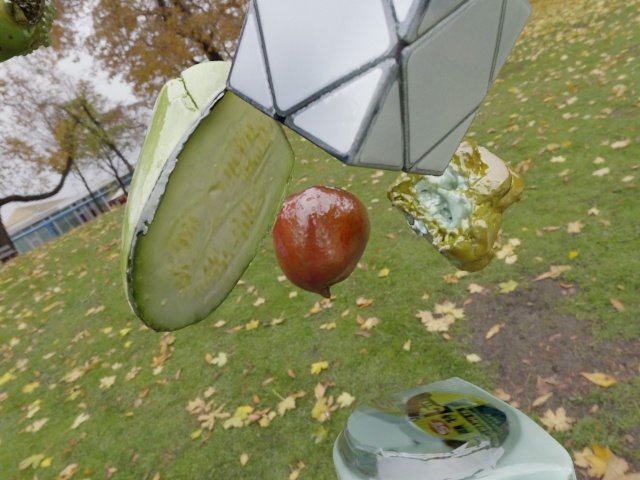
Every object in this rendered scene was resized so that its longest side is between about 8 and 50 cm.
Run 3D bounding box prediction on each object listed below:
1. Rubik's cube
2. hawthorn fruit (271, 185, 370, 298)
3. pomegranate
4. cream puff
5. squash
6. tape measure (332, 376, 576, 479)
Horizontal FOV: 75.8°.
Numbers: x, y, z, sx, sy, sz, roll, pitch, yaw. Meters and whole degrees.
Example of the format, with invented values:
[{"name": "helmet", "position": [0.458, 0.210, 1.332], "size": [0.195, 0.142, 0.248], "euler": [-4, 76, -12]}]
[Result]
[{"name": "Rubik's cube", "position": [0.059, -0.205, 0.441], "size": [0.205, 0.205, 0.207], "euler": [-5, -52, -51]}, {"name": "hawthorn fruit", "position": [-0.009, -0.015, 1.183], "size": [0.295, 0.295, 0.311], "euler": [-6, 54, 58]}, {"name": "pomegranate", "position": [-0.739, -0.548, 0.946], "size": [0.341, 0.260, 0.260], "euler": [13, 38, 36]}, {"name": "cream puff", "position": [0.348, -0.098, 1.029], "size": [0.270, 0.323, 0.274], "euler": [-41, -20, 10]}, {"name": "squash", "position": [-0.151, -0.042, 0.560], "size": [0.210, 0.233, 0.308], "euler": [-12, 56, 9]}, {"name": "tape measure", "position": [0.150, 0.288, 0.528], "size": [0.262, 0.138, 0.259], "euler": [-6, -3, -11]}]
